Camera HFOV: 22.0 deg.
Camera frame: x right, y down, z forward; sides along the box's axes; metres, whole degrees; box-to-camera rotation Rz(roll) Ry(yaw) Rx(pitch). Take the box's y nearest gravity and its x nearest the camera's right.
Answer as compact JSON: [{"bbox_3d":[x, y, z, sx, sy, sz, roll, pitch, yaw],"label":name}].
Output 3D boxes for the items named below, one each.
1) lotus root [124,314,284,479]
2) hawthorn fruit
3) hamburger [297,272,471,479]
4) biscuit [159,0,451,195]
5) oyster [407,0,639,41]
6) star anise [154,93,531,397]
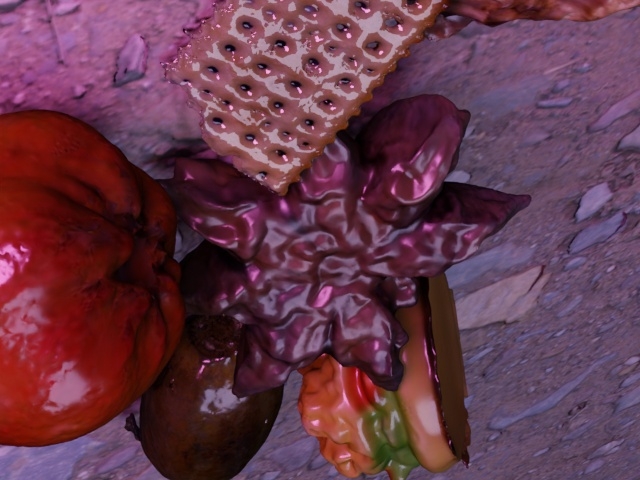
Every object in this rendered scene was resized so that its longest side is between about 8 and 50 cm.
[{"bbox_3d":[-0.104,0.149,1.523,0.124,0.123,0.241,-28,160,-25],"label":"lotus root"},{"bbox_3d":[-0.223,0.036,1.085,0.261,0.224,0.224,-18,159,17],"label":"hawthorn fruit"},{"bbox_3d":[0.049,0.107,1.508,0.149,0.237,0.237,-9,159,12],"label":"hamburger"},{"bbox_3d":[-0.021,-0.127,1.129,0.144,0.016,0.203,27,122,-29],"label":"biscuit"},{"bbox_3d":[0.173,-0.206,1.165,0.271,0.100,0.275,-12,159,0],"label":"oyster"},{"bbox_3d":[0.016,0.007,1.302,0.315,0.108,0.315,-4,120,-7],"label":"star anise"}]
